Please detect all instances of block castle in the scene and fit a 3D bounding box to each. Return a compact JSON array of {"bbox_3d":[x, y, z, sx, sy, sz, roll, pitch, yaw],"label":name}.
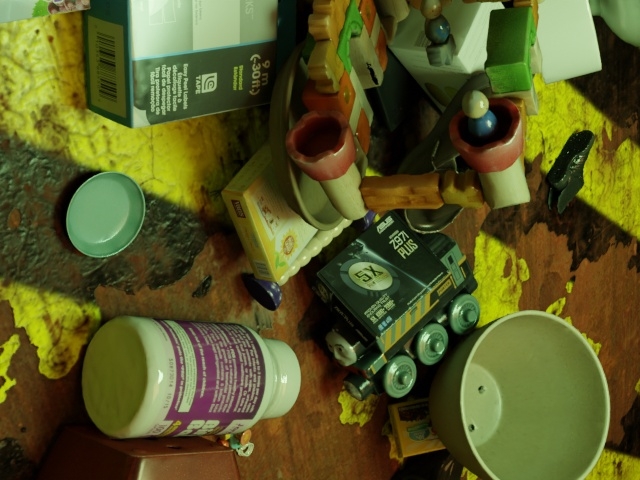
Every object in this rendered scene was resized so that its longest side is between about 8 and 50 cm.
[{"bbox_3d":[0.138,-0.262,1.287,0.213,0.303,0.453,58,37,-50],"label":"block castle"}]

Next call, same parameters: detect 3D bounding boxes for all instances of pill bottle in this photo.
[{"bbox_3d":[-0.175,0.199,1.403,0.302,0.169,0.169,9,101,-46],"label":"pill bottle"}]

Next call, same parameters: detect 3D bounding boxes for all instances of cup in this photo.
[{"bbox_3d":[0.337,0.307,1.821,0.331,0.237,0.331,5,78,-25],"label":"cup"}]

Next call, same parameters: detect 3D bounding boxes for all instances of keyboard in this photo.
[{"bbox_3d":[0.074,-0.308,1.532,0.201,0.033,0.317,-48,134,-28],"label":"keyboard"}]

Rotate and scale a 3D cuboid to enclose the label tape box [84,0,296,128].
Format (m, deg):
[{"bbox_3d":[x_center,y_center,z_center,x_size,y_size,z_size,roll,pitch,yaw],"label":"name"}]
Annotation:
[{"bbox_3d":[-0.133,-0.303,1.267,0.348,0.115,0.249,-17,119,-38],"label":"label tape box"}]

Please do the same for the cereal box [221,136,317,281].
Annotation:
[{"bbox_3d":[-0.044,-0.079,1.462,0.240,0.047,0.173,-53,139,-37],"label":"cereal box"}]

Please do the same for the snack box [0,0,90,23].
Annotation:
[{"bbox_3d":[-0.365,-0.327,1.055,0.207,0.070,0.174,-21,122,-36],"label":"snack box"}]

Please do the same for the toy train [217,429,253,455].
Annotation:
[{"bbox_3d":[-0.100,0.286,1.607,0.125,0.046,0.166,32,84,-47],"label":"toy train"}]

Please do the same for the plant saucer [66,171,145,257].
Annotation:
[{"bbox_3d":[-0.290,-0.037,1.293,0.119,0.021,0.119,-20,120,-39],"label":"plant saucer"}]

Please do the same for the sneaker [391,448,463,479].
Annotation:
[{"bbox_3d":[0.233,0.489,1.990,0.286,0.109,0.130,-54,140,-11],"label":"sneaker"}]

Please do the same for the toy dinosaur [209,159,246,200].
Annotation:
[{"bbox_3d":[-0.115,-0.075,1.432,0.090,0.047,0.082,-18,120,-40],"label":"toy dinosaur"}]

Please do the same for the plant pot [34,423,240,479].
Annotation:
[{"bbox_3d":[-0.256,0.390,1.357,0.267,0.267,0.235,9,90,-47],"label":"plant pot"}]

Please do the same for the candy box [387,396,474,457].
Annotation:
[{"bbox_3d":[0.234,0.359,1.914,0.206,0.027,0.105,-6,80,-27],"label":"candy box"}]

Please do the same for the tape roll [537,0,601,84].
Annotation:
[{"bbox_3d":[0.396,-0.412,1.641,0.286,0.100,0.286,-14,90,-74],"label":"tape roll"}]

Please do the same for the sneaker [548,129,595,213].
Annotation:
[{"bbox_3d":[0.532,-0.145,2.050,0.170,0.051,0.089,-54,136,-6],"label":"sneaker"}]

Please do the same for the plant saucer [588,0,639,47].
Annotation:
[{"bbox_3d":[0.500,-0.515,1.715,0.400,0.101,0.400,-15,90,-76],"label":"plant saucer"}]

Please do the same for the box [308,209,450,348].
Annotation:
[{"bbox_3d":[0.098,0.063,1.614,0.180,0.147,0.077,-40,173,-20],"label":"box"}]

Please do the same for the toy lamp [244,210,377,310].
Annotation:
[{"bbox_3d":[0.000,0.000,1.558,0.275,0.080,0.080,-44,133,-23],"label":"toy lamp"}]

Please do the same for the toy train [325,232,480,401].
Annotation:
[{"bbox_3d":[0.148,0.132,1.733,0.334,0.142,0.190,-40,119,-23],"label":"toy train"}]

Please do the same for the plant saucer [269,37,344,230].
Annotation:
[{"bbox_3d":[-0.007,-0.152,1.378,0.278,0.041,0.277,0,90,-68],"label":"plant saucer"}]

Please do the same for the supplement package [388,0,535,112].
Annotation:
[{"bbox_3d":[0.243,-0.304,1.602,0.244,0.139,0.133,37,74,-51],"label":"supplement package"}]

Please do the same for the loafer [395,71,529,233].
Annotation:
[{"bbox_3d":[0.224,-0.114,1.594,0.134,0.130,0.366,0,145,-19],"label":"loafer"}]
